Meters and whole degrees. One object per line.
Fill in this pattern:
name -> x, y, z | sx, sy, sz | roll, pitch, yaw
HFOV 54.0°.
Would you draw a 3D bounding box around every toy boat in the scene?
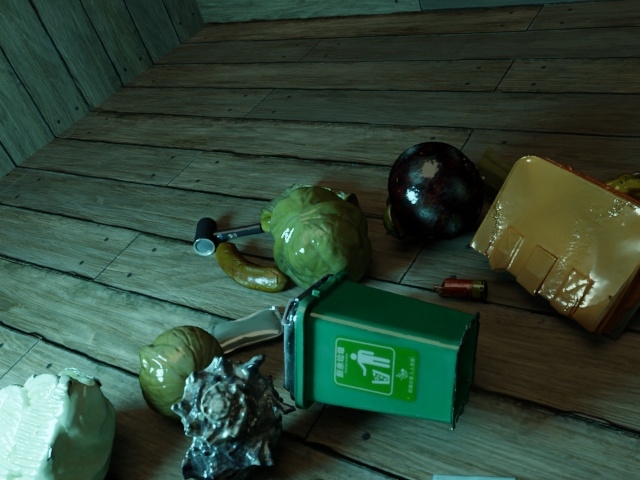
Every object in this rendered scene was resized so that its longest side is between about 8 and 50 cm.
toy boat -> 0.579, -0.139, 1.706 | 0.162, 0.136, 0.445 | -34, 38, -5

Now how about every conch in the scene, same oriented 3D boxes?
conch -> -0.194, 0.383, 1.301 | 0.240, 0.313, 0.186 | 12, 1, -22

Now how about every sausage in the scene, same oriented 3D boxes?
sausage -> -0.211, 0.086, 1.827 | 0.103, 0.076, 0.302 | -41, 42, -23

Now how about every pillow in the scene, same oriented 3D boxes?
pillow -> -0.212, 0.245, 1.663 | 0.232, 0.038, 0.131 | -18, 34, 1

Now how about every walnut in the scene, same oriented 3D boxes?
walnut -> -0.331, 0.312, 1.500 | 0.228, 0.228, 0.228 | -12, 38, 10
walnut -> 0.000, 0.002, 1.682 | 0.253, 0.277, 0.282 | -11, 58, 20

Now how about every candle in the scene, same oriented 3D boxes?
candle -> 0.347, 0.120, 1.562 | 0.130, 0.052, 0.052 | 0, 42, 25

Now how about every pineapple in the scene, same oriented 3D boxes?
pineapple -> 0.818, -0.098, 1.603 | 0.224, 0.076, 0.225 | -11, 36, 8

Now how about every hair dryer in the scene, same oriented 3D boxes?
hair dryer -> -0.281, -0.032, 2.029 | 0.255, 0.070, 0.128 | -10, 37, 0

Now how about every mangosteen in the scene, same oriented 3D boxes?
mangosteen -> 0.302, -0.126, 1.719 | 0.288, 0.288, 0.288 | -12, 38, 10

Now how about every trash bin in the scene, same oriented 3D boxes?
trash bin -> 0.135, 0.230, 1.348 | 0.381, 0.259, 0.295 | 10, 19, 23

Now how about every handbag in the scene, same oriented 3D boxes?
handbag -> 0.569, 0.001, 1.446 | 0.410, 0.116, 0.303 | 45, 114, 49

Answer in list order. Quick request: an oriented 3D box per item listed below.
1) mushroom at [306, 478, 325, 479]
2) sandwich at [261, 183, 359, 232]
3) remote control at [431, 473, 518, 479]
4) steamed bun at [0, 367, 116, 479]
mushroom -> -0.010, 0.521, 1.225 | 0.123, 0.052, 0.123 | -10, 35, 7
sandwich -> -0.039, -0.086, 1.953 | 0.251, 0.087, 0.226 | 11, 36, 34
remote control -> 0.287, 0.468, 1.176 | 0.162, 0.029, 0.061 | -5, 38, 19
steamed bun -> -0.585, 0.468, 1.402 | 0.394, 0.237, 0.347 | -44, 53, 11
